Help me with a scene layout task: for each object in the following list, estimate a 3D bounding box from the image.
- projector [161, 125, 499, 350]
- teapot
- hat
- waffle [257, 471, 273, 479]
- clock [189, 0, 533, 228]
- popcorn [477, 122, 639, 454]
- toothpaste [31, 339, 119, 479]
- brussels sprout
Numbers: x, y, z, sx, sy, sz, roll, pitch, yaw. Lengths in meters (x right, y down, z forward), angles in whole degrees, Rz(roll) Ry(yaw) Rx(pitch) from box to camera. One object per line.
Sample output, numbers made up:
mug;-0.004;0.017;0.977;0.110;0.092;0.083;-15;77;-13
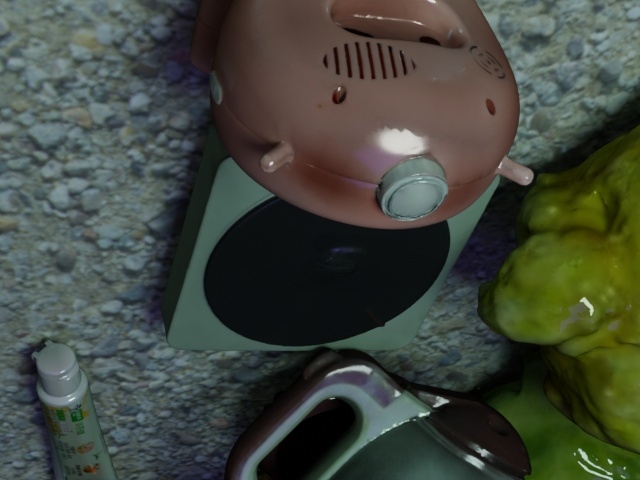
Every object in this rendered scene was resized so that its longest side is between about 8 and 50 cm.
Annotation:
projector;0.000;0.000;1.015;0.257;0.079;0.259;3;135;-21
teapot;0.050;0.273;1.114;0.315;0.233;0.312;35;93;-16
hat;0.017;0.203;1.239;0.205;0.089;0.205;-8;132;-9
waffle;-0.037;0.373;1.316;0.160;0.211;0.055;-22;139;5
clock;0.036;-0.115;0.783;0.227;0.241;0.142;2;133;-20
popcorn;0.327;0.054;1.024;0.293;0.292;0.334;-11;125;51
toothpaste;-0.263;0.214;1.189;0.056;0.058;0.314;-49;158;-33
brussels sprout;0.298;0.254;1.300;0.294;0.227;0.259;-7;152;27
